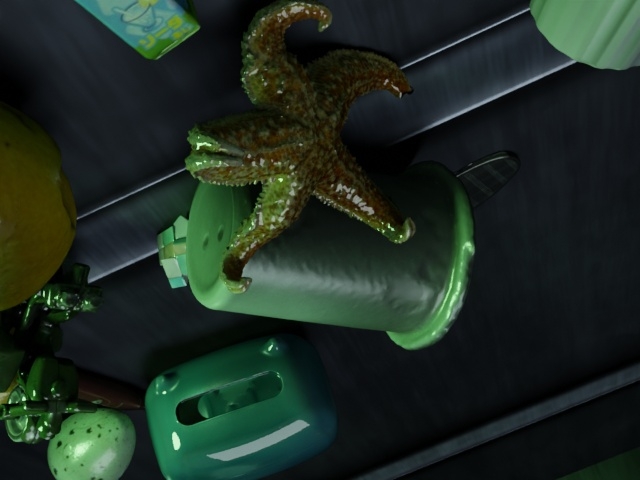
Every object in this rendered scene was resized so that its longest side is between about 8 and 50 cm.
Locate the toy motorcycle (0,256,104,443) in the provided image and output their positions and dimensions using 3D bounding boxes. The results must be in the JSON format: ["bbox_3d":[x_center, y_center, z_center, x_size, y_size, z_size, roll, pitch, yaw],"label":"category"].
[{"bbox_3d":[-0.368,0.116,1.233,0.205,0.127,0.275,9,99,-42],"label":"toy motorcycle"}]

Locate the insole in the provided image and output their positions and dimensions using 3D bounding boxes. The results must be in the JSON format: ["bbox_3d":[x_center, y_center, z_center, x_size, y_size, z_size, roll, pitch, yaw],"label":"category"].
[{"bbox_3d":[0.149,-0.032,1.469,0.309,0.012,0.110,-33,149,22],"label":"insole"}]

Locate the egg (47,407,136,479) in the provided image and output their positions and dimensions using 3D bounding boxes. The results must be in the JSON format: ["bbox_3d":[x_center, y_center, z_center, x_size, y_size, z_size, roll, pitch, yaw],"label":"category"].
[{"bbox_3d":[-0.355,0.328,1.655,0.164,0.131,0.131,-30,149,28],"label":"egg"}]

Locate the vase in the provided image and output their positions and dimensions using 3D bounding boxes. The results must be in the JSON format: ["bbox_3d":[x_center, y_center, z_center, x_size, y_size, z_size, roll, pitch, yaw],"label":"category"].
[{"bbox_3d":[0.000,0.000,1.249,0.291,0.245,0.245,8,141,-25],"label":"vase"}]

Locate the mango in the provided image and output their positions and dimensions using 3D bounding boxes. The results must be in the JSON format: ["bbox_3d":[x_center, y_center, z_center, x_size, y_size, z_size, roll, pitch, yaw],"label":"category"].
[{"bbox_3d":[-0.387,-0.048,0.956,0.253,0.182,0.365,-29,150,18],"label":"mango"}]

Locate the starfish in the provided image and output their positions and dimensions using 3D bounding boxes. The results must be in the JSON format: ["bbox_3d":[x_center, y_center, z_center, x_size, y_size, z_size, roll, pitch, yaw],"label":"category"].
[{"bbox_3d":[-0.013,-0.086,1.063,0.113,0.312,0.303,14,162,44],"label":"starfish"}]

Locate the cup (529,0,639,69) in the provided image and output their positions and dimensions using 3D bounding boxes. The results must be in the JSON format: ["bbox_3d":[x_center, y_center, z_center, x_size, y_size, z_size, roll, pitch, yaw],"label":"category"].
[{"bbox_3d":[0.325,-0.283,1.003,0.221,0.166,0.202,-8,151,-16],"label":"cup"}]

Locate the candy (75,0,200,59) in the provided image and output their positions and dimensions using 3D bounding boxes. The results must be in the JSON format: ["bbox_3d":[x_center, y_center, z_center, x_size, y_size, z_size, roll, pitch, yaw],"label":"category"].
[{"bbox_3d":[-0.181,-0.237,0.848,0.062,0.097,0.194,-28,150,17],"label":"candy"}]

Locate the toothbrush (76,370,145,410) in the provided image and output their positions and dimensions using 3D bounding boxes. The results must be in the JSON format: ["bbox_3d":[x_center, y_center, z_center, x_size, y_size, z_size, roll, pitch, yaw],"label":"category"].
[{"bbox_3d":[-0.326,0.239,1.617,0.041,0.040,0.364,-30,149,18],"label":"toothbrush"}]

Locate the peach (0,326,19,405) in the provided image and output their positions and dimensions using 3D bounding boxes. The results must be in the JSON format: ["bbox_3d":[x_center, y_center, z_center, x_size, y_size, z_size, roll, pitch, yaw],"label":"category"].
[{"bbox_3d":[-0.461,0.172,1.361,0.179,0.103,0.179,-17,151,-10],"label":"peach"}]

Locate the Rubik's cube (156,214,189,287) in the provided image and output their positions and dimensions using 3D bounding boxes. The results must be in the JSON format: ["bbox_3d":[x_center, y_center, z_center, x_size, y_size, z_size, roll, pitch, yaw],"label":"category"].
[{"bbox_3d":[-0.168,0.017,1.301,0.073,0.075,0.084,2,145,-37],"label":"Rubik's cube"}]

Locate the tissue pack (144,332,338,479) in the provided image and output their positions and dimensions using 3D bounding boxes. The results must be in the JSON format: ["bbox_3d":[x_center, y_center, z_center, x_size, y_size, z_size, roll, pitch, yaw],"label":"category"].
[{"bbox_3d":[-0.124,0.262,1.610,0.288,0.198,0.206,-18,152,1],"label":"tissue pack"}]
